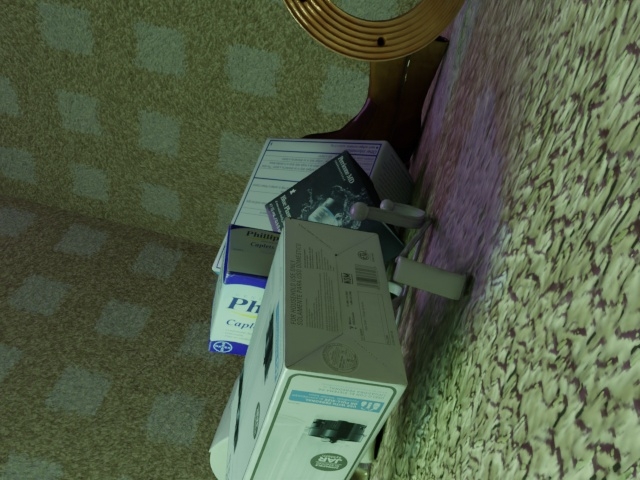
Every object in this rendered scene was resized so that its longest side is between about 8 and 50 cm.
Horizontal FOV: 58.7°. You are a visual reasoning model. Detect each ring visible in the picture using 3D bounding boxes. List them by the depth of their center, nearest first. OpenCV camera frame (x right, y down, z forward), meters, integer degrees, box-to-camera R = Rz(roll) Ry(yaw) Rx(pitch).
[{"bbox_3d":[0.082,-0.442,0.845,0.032,0.336,0.336,-131,51,-66],"label":"ring"}]

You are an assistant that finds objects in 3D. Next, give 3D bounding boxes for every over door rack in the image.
[{"bbox_3d":[0.056,0.090,0.616,0.324,0.108,0.239,-69,-9,-76],"label":"over door rack"}]

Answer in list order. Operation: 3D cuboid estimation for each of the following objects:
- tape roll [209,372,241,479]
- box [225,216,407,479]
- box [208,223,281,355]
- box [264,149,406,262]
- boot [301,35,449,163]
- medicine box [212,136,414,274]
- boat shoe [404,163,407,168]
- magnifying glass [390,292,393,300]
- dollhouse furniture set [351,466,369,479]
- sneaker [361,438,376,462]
[{"bbox_3d":[-0.062,0.360,1.054,0.169,0.246,0.246,-72,-4,-52],"label":"tape roll"},{"bbox_3d":[-0.023,0.144,0.523,0.169,0.087,0.290,-94,18,-48],"label":"box"},{"bbox_3d":[-0.049,0.062,0.615,0.072,0.126,0.137,-92,16,-46],"label":"box"},{"bbox_3d":[0.018,-0.021,0.848,0.093,0.158,0.156,42,-160,-49],"label":"box"},{"bbox_3d":[0.092,-0.270,1.107,0.280,0.264,0.096,100,169,-46],"label":"boot"},{"bbox_3d":[-0.009,-0.027,1.027,0.149,0.263,0.289,40,-115,-51],"label":"medicine box"},{"bbox_3d":[0.161,-0.155,1.262,0.178,0.064,0.060,-70,-8,-51],"label":"boat shoe"},{"bbox_3d":[0.088,0.192,1.000,0.092,0.026,0.231,-72,-5,-65],"label":"magnifying glass"},{"bbox_3d":[0.021,0.333,0.693,0.081,0.091,0.114,144,145,-69],"label":"dollhouse furniture set"},{"bbox_3d":[0.004,0.206,0.862,0.350,0.148,0.131,-82,-1,-85],"label":"sneaker"}]
